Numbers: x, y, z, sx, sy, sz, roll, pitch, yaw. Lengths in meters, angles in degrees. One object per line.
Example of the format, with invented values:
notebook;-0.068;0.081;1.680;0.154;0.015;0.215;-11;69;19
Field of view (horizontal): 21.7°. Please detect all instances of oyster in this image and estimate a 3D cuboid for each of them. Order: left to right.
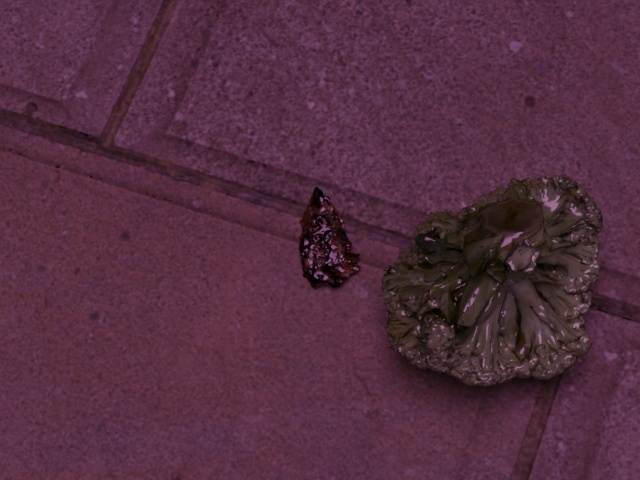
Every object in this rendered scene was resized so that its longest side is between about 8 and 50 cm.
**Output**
oyster;0.000;0.000;2.151;0.086;0.029;0.132;-30;69;-10

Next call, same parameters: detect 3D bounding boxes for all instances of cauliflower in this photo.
cauliflower;0.208;0.035;2.003;0.272;0.250;0.275;0;61;2
